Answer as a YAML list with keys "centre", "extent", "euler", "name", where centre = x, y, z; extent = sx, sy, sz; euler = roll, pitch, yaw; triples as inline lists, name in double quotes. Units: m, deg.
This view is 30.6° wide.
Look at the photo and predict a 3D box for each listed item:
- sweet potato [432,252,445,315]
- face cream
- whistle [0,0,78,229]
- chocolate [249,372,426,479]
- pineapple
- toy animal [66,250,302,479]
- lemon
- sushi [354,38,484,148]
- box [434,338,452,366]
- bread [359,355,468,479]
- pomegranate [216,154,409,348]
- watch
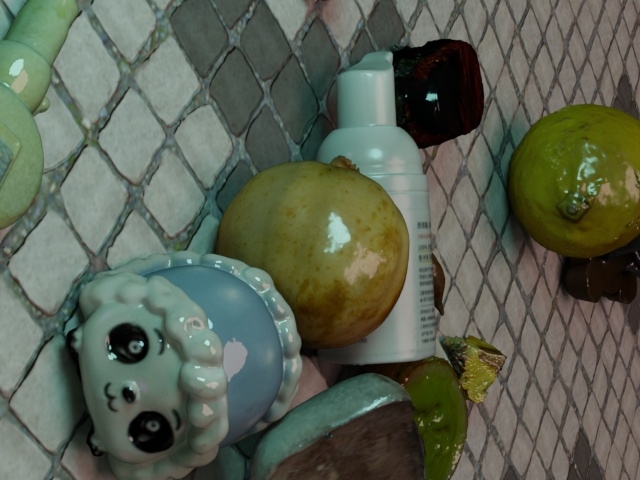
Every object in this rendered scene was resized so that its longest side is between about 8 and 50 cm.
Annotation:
- centre: [0.152, 0.062, 1.618]
  extent: [0.049, 0.049, 0.117]
  euler: [-60, 136, -40]
  name: "sweet potato"
- centre: [0.057, -0.044, 1.386]
  extent: [0.145, 0.145, 0.370]
  euler: [-4, 90, -58]
  name: "face cream"
- centre: [-0.260, -0.106, 0.952]
  extent: [0.126, 0.067, 0.258]
  euler: [54, 43, -44]
  name: "whistle"
- centre: [0.015, 0.240, 1.246]
  extent: [0.100, 0.185, 0.303]
  euler: [60, -9, 31]
  name: "chocolate"
- centre: [0.222, 0.172, 1.707]
  extent: [0.114, 0.077, 0.114]
  euler: [37, 52, -35]
  name: "pineapple"
- centre: [-0.120, 0.116, 1.080]
  extent: [0.204, 0.156, 0.208]
  euler: [-19, 100, -61]
  name: "toy animal"
- centre: [0.425, -0.097, 1.876]
  extent: [0.310, 0.253, 0.254]
  euler: [-33, 116, -65]
  name: "lemon"
- centre: [0.128, -0.187, 1.532]
  extent: [0.225, 0.126, 0.136]
  euler: [-39, 119, -59]
  name: "sushi"
- centre: [0.116, 0.150, 1.568]
  extent: [0.220, 0.032, 0.122]
  euler: [57, 44, -39]
  name: "box"
- centre: [0.102, 0.248, 1.471]
  extent: [0.236, 0.070, 0.236]
  euler: [-18, 113, -50]
  name: "bread"
- centre: [-0.006, 0.013, 1.222]
  extent: [0.207, 0.207, 0.207]
  euler: [6, 83, -58]
  name: "pomegranate"
- centre: [0.642, -0.023, 2.148]
  extent: [0.335, 0.326, 0.314]
  euler: [26, 67, -55]
  name: "watch"
